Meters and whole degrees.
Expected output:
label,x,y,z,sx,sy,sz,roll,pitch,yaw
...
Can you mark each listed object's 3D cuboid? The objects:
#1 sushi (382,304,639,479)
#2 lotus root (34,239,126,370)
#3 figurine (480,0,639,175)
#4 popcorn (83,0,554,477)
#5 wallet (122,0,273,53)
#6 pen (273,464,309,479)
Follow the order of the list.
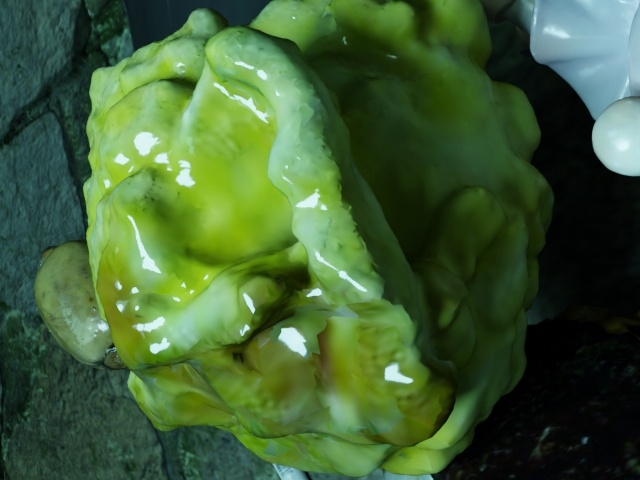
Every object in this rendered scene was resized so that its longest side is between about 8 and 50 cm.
label,x,y,z,sx,sy,sz,roll,pitch,yaw
sushi,0.194,0.163,0.524,0.234,0.207,0.349,56,160,-19
lotus root,-0.288,0.070,1.166,0.221,0.118,0.125,46,117,29
figurine,0.194,-0.103,0.480,0.276,0.200,0.133,29,165,45
popcorn,-0.008,-0.008,0.515,0.293,0.237,0.293,23,147,16
wallet,-0.093,-0.201,0.786,0.406,0.062,0.228,-11,94,69
pen,-0.002,0.277,0.946,0.218,0.026,0.026,57,139,22
